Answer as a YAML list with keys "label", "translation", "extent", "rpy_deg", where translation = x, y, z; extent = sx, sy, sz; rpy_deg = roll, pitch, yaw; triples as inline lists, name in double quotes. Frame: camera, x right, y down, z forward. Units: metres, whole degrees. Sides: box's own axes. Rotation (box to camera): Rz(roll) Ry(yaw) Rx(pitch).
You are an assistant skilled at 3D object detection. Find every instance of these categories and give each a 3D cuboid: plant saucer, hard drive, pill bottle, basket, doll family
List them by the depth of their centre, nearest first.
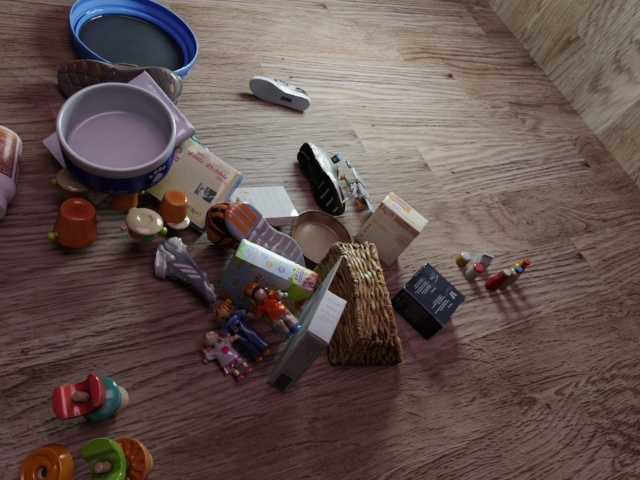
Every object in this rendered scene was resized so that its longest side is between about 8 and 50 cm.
- label: "pill bottle"
  translation: [-0.765, -0.155, 1.321]
  extent: [0.121, 0.121, 0.216]
  rpy_deg: [6, 53, -25]
- label: "doll family"
  translation: [-0.166, 0.195, 1.350]
  extent: [0.163, 0.263, 0.118]
  rpy_deg: [48, 13, 1]
- label: "hard drive"
  translation: [-0.517, -0.268, 1.485]
  extent: [0.318, 0.040, 0.210]
  rpy_deg: [-40, 86, -13]
- label: "basket"
  translation: [0.136, 0.157, 1.514]
  extent: [0.223, 0.213, 0.299]
  rpy_deg: [5, 54, -25]
- label: "plant saucer"
  translation: [0.000, 0.000, 1.684]
  extent: [0.198, 0.036, 0.199]
  rpy_deg: [15, 49, -18]

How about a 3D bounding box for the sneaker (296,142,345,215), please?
- label: "sneaker"
  translation: [0.025, -0.198, 1.811]
  extent: [0.108, 0.100, 0.272]
  rpy_deg: [0, 57, -40]

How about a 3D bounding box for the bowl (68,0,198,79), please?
- label: "bowl"
  translation: [-0.592, -0.635, 1.821]
  extent: [0.391, 0.077, 0.391]
  rpy_deg: [15, 49, -19]

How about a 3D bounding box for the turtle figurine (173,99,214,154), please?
- label: "turtle figurine"
  translation: [-0.421, -0.303, 1.638]
  extent: [0.234, 0.118, 0.175]
  rpy_deg: [44, 47, 0]

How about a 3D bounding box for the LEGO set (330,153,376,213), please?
- label: "LEGO set"
  translation: [0.096, -0.171, 1.802]
  extent: [0.244, 0.060, 0.182]
  rpy_deg: [37, 28, -58]

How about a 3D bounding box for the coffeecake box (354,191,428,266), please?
- label: "coffeecake box"
  translation: [0.210, -0.032, 1.721]
  extent: [0.142, 0.185, 0.068]
  rpy_deg: [40, 47, 4]

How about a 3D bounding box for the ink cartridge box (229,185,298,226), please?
- label: "ink cartridge box"
  translation: [-0.169, -0.095, 1.644]
  extent: [0.179, 0.045, 0.145]
  rpy_deg: [-7, 44, -22]

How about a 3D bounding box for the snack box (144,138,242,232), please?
- label: "snack box"
  translation: [-0.393, -0.188, 1.540]
  extent: [0.322, 0.060, 0.187]
  rpy_deg: [35, 78, -1]

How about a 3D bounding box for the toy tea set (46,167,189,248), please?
- label: "toy tea set"
  translation: [-0.489, -0.054, 1.399]
  extent: [0.336, 0.124, 0.200]
  rpy_deg: [10, 44, -20]

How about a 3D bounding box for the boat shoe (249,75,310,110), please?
- label: "boat shoe"
  translation: [-0.140, -0.523, 1.985]
  extent: [0.228, 0.080, 0.076]
  rpy_deg: [13, 45, -22]

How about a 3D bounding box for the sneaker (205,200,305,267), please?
- label: "sneaker"
  translation: [-0.177, 0.011, 1.521]
  extent: [0.125, 0.180, 0.321]
  rpy_deg: [-52, 123, -25]

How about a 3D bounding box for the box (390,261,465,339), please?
- label: "box"
  translation: [0.314, 0.176, 1.682]
  extent: [0.158, 0.093, 0.156]
  rpy_deg: [44, 47, 9]

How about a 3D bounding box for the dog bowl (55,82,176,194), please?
- label: "dog bowl"
  translation: [-0.482, -0.244, 1.369]
  extent: [0.264, 0.104, 0.265]
  rpy_deg: [7, 60, -12]

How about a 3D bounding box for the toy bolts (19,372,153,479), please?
- label: "toy bolts"
  translation: [-0.442, 0.384, 1.111]
  extent: [0.218, 0.158, 0.229]
  rpy_deg: [-16, 69, 8]

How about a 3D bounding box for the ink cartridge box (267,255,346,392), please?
- label: "ink cartridge box"
  translation: [-0.016, 0.201, 1.354]
  extent: [0.060, 0.275, 0.239]
  rpy_deg: [31, 47, -2]

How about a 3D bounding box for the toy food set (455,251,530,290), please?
- label: "toy food set"
  translation: [0.573, 0.088, 1.884]
  extent: [0.232, 0.104, 0.111]
  rpy_deg: [20, 48, -14]

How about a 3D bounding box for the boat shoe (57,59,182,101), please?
- label: "boat shoe"
  translation: [-0.562, -0.438, 1.631]
  extent: [0.355, 0.132, 0.130]
  rpy_deg: [8, 15, 4]

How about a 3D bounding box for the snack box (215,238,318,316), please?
- label: "snack box"
  translation: [-0.137, 0.110, 1.427]
  extent: [0.207, 0.174, 0.070]
  rpy_deg: [26, 43, -8]

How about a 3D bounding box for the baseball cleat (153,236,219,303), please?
- label: "baseball cleat"
  translation: [-0.343, 0.088, 1.416]
  extent: [0.109, 0.072, 0.206]
  rpy_deg: [-28, 67, -26]
